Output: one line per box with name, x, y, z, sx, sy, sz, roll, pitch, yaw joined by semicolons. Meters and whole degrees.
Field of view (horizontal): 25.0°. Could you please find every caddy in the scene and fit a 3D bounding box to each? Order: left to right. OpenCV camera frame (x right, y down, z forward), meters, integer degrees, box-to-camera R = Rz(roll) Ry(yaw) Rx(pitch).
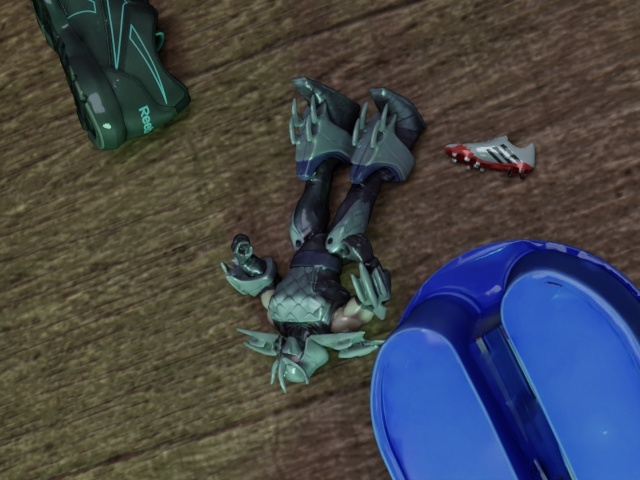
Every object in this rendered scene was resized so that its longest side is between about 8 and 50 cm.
caddy;0.187;0.166;1.178;0.241;0.179;0.341;-25;86;14

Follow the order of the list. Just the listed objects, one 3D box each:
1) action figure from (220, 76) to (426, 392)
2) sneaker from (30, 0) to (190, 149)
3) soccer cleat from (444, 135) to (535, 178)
action figure;0.000;0.000;1.298;0.185;0.099;0.285;4;71;33
sneaker;-0.219;-0.213;1.421;0.106;0.101;0.267;-21;72;-14
soccer cleat;0.156;-0.081;1.319;0.083;0.029;0.036;13;73;13
